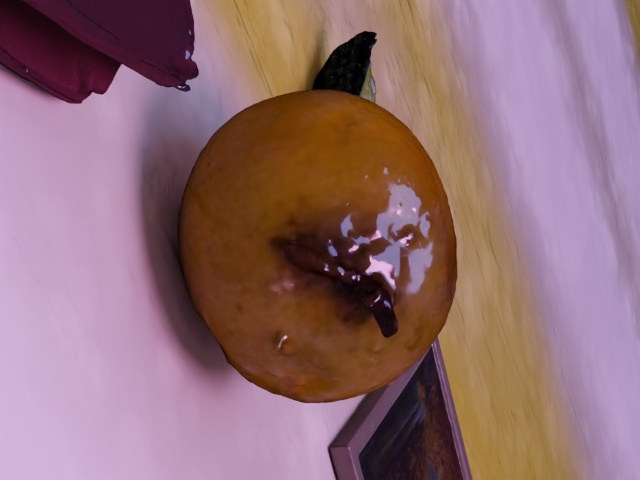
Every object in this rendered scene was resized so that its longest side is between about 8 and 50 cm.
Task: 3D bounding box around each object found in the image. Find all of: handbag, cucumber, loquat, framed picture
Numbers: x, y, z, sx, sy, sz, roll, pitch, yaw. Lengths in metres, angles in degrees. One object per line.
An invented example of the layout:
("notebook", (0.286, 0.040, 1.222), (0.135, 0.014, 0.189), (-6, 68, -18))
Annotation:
("handbag", (-0.133, -0.183, 0.827), (0.203, 0.074, 0.216), (27, 55, -66))
("cucumber", (0.010, -0.054, 1.204), (0.220, 0.046, 0.070), (-72, 149, -49))
("loquat", (0.000, 0.000, 1.002), (0.204, 0.149, 0.172), (-82, 157, -73))
("framed picture", (0.068, 0.182, 1.293), (0.250, 0.016, 0.184), (-42, 120, -66))
